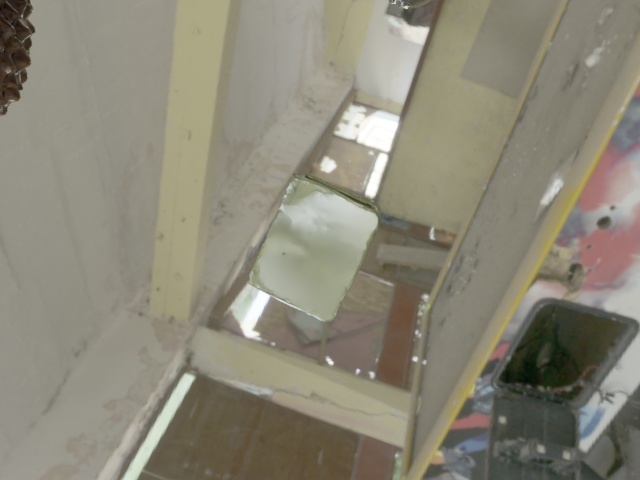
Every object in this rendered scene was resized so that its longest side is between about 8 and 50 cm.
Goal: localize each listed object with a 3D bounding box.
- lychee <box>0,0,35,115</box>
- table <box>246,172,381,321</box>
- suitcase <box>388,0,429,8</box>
[{"bbox_3d":[-0.295,-0.150,0.381,0.238,0.200,0.200,-54,11,52],"label":"lychee"},{"bbox_3d":[0.000,0.000,0.398,0.083,0.062,0.079,-55,-9,-79],"label":"table"},{"bbox_3d":[0.068,-0.314,0.327,0.312,0.202,0.128,-57,5,7],"label":"suitcase"}]
